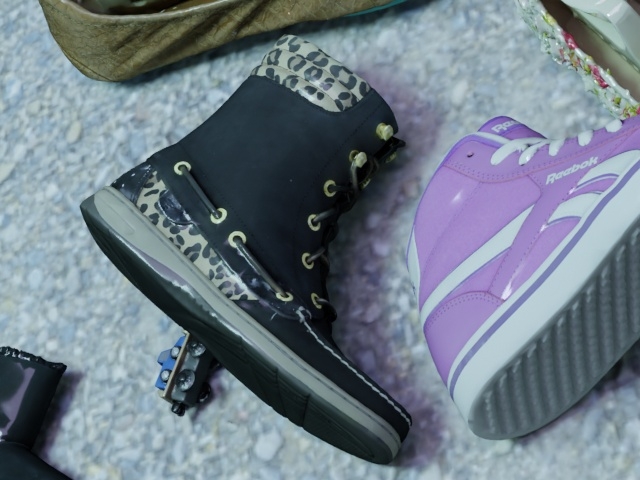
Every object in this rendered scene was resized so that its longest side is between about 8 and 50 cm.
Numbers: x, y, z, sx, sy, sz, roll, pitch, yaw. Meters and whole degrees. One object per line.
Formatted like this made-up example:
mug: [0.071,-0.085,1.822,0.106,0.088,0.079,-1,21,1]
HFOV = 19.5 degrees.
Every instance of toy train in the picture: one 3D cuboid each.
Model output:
toy train: [-0.066,0.032,1.139,0.036,0.027,0.158,8,69,33]

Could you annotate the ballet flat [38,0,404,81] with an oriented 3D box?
ballet flat: [-0.034,-0.197,1.180,0.342,0.124,0.116,-14,60,19]

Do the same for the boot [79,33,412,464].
boot: [-0.001,-0.001,1.083,0.236,0.085,0.178,39,72,17]

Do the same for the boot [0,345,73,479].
boot: [-0.181,0.119,1.144,0.121,0.045,0.099,5,65,29]

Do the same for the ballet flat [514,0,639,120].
ballet flat: [0.187,-0.102,1.050,0.091,0.077,0.241,-48,55,-1]

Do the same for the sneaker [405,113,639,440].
sneaker: [0.148,-0.040,0.993,0.282,0.102,0.161,-42,47,23]
